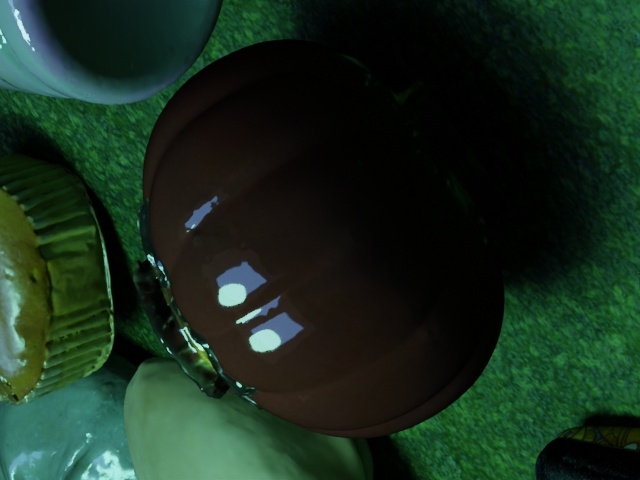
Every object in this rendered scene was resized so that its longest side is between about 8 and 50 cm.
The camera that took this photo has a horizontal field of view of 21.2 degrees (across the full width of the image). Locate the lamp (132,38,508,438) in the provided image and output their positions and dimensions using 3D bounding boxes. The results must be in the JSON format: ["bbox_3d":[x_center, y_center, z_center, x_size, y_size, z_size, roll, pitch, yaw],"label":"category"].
[{"bbox_3d":[0.000,0.000,1.235,0.303,0.257,0.303,55,-173,-10],"label":"lamp"}]

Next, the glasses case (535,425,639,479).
[{"bbox_3d":[0.292,0.209,1.273,0.321,0.082,0.122,4,126,51],"label":"glasses case"}]

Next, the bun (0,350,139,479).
[{"bbox_3d":[-0.244,0.276,1.901,0.354,0.194,0.354,30,143,25],"label":"bun"}]

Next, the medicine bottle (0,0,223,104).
[{"bbox_3d":[-0.253,-0.226,1.356,0.325,0.212,0.212,14,134,42],"label":"medicine bottle"}]

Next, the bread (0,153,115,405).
[{"bbox_3d":[-0.314,0.039,1.731,0.179,0.133,0.250,9,111,33],"label":"bread"}]

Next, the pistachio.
[{"bbox_3d":[-0.063,0.234,1.634,0.318,0.214,0.193,40,-174,23],"label":"pistachio"}]
